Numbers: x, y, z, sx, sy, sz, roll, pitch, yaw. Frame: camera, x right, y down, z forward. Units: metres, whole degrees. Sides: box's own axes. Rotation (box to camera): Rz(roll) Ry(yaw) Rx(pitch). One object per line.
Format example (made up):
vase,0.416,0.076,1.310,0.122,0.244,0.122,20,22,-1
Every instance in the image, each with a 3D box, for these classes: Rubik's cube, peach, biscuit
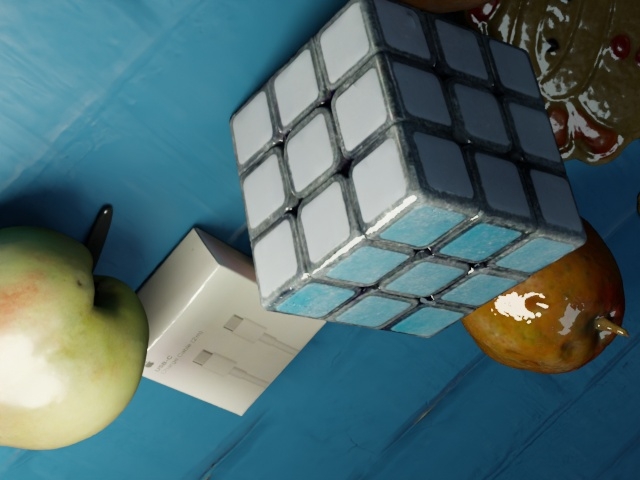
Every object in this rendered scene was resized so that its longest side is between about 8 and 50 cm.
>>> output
Rubik's cube,0.100,-0.083,1.478,0.305,0.304,0.301,10,146,-38
peach,-0.363,0.127,1.440,0.292,0.247,0.292,-15,131,-18
biscuit,0.357,-0.283,1.647,0.381,0.074,0.359,14,96,-25

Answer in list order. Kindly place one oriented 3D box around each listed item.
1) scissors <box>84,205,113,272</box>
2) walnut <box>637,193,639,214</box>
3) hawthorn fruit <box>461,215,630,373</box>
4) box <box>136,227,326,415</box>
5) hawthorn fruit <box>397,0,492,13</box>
scissors,-0.319,0.047,1.576,0.088,0.017,0.220,8,120,-34
walnut,0.677,-0.070,2.117,0.211,0.087,0.167,-12,134,-26
hawthorn fruit,0.370,0.096,1.889,0.277,0.298,0.277,-24,130,-33
box,-0.148,0.121,1.697,0.203,0.106,0.251,-47,136,10
hawthorn fruit,0.122,-0.363,1.434,0.251,0.199,0.199,-23,136,2
